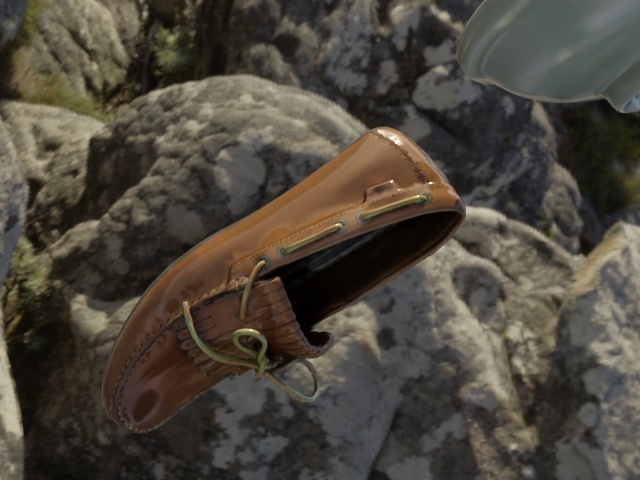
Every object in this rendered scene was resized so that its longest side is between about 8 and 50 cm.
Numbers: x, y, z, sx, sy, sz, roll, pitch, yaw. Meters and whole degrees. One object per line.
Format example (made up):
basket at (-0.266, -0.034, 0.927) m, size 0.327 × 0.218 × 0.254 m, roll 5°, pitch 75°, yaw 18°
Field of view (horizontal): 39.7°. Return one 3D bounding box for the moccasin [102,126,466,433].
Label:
moccasin at (-0.036, 0.059, 0.816) m, size 0.147 × 0.380 × 0.139 m, roll 56°, pitch -1°, yaw 39°

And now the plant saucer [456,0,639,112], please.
plant saucer at (0.304, -0.186, 0.668) m, size 0.400 × 0.400 × 0.100 m, roll -15°, pitch 80°, yaw -39°
